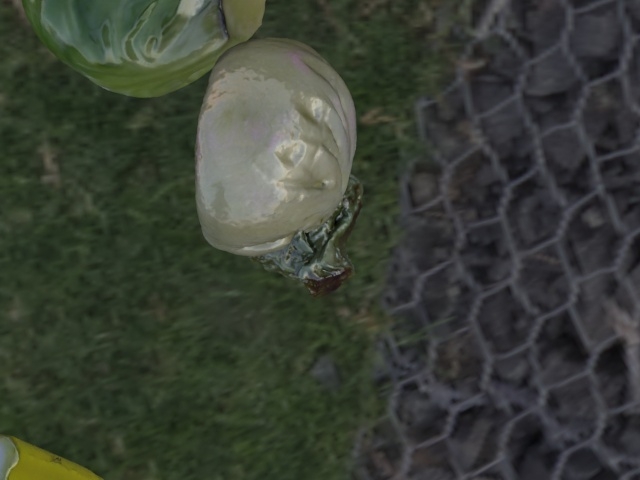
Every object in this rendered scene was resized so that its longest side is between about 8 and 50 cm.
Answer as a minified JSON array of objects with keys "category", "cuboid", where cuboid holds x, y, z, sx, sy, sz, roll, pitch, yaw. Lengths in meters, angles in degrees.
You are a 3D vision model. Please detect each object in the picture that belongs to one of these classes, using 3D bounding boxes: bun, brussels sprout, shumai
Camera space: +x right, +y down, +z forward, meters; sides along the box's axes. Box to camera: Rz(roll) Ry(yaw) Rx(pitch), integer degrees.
[{"category":"bun","cuboid":[-0.034,-0.071,1.518,0.128,0.193,0.178,7,63,4]},{"category":"brussels sprout","cuboid":[-0.181,-0.260,1.827,0.244,0.244,0.244,4,99,28]},{"category":"shumai","cuboid":[-0.001,0.000,1.650,0.124,0.099,0.087,-47,64,18]}]

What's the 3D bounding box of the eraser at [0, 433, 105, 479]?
[{"category":"eraser","cuboid":[-0.233,0.240,1.389,0.069,0.226,0.158,10,77,17]}]
